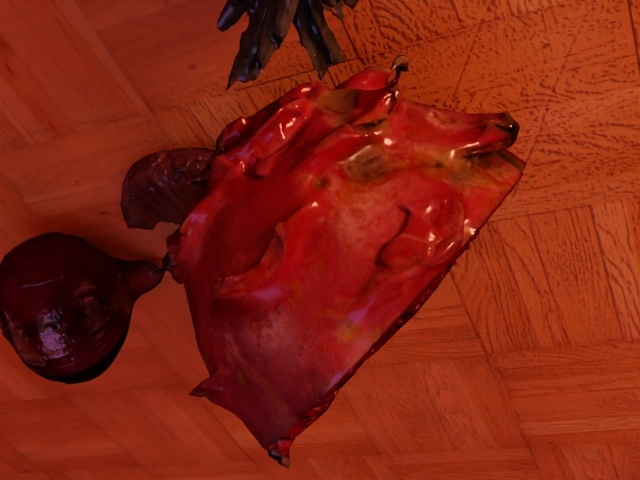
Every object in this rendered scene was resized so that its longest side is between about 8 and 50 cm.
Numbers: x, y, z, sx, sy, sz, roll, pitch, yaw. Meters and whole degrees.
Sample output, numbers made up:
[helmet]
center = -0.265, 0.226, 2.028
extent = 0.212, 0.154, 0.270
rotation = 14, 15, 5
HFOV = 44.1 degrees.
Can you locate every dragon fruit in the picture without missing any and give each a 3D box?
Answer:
[dragon fruit]
center = 0.000, 0.000, 0.749
extent = 0.249, 0.371, 0.386
rotation = 44, 164, 4

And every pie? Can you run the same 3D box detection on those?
[pie]
center = -0.137, -0.022, 0.951
extent = 0.204, 0.054, 0.218
rotation = -23, 127, 34

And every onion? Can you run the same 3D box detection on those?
[onion]
center = -0.305, 0.066, 1.019
extent = 0.218, 0.195, 0.140
rotation = -22, 137, -13

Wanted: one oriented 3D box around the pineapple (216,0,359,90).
[pineapple]
center = 0.001, -0.280, 0.566
extent = 0.165, 0.166, 0.365
rotation = 21, 139, -8
